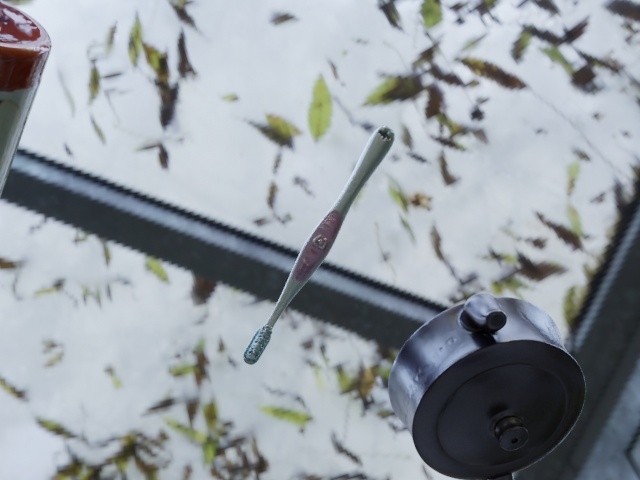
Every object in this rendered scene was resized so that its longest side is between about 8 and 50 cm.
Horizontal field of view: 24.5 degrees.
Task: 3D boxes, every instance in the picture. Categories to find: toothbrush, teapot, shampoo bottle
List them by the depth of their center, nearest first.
[{"bbox_3d":[0.061,0.060,0.526,0.068,0.045,0.100,-14,-55,-8],"label":"teapot"},{"bbox_3d":[0.000,0.000,0.994,0.017,0.204,0.022,34,-27,-6],"label":"toothbrush"},{"bbox_3d":[-0.273,-0.029,1.003,0.104,0.104,0.278,14,-65,-24],"label":"shampoo bottle"}]
